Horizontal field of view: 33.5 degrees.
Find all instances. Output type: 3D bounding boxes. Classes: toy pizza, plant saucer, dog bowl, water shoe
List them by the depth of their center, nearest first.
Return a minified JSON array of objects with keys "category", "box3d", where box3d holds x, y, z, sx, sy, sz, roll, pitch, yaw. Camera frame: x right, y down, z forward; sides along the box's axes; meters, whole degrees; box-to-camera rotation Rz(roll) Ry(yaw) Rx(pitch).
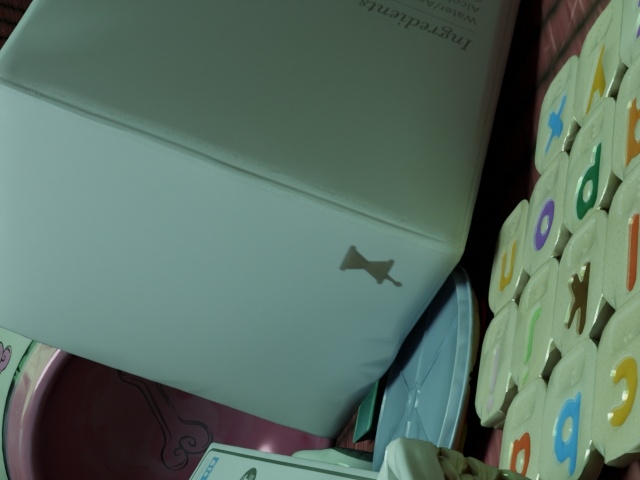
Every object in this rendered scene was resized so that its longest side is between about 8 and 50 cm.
[{"category":"toy pizza","box3d":[0.078,0.116,0.741,0.201,0.032,0.201,-166,90,-83]},{"category":"water shoe","box3d":[0.009,0.222,0.904,0.203,0.073,0.080,124,158,-72]},{"category":"plant saucer","box3d":[0.063,0.093,0.997,0.067,0.018,0.192,119,166,-65]},{"category":"dog bowl","box3d":[-0.162,0.188,1.161,0.150,0.408,0.408,29,104,66]}]

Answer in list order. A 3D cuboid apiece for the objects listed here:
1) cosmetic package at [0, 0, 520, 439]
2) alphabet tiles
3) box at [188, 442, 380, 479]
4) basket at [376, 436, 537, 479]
[{"category":"cosmetic package","box3d":[-0.047,-0.111,0.891,0.329,0.327,0.394,115,174,-54]},{"category":"alphabet tiles","box3d":[0.141,-0.007,0.537,0.284,0.021,0.278,117,167,-60]},{"category":"box","box3d":[-0.029,0.222,0.655,0.169,0.087,0.290,-58,17,-18]},{"category":"basket","box3d":[0.066,0.166,0.398,0.167,0.103,0.113,-95,21,-74]}]
